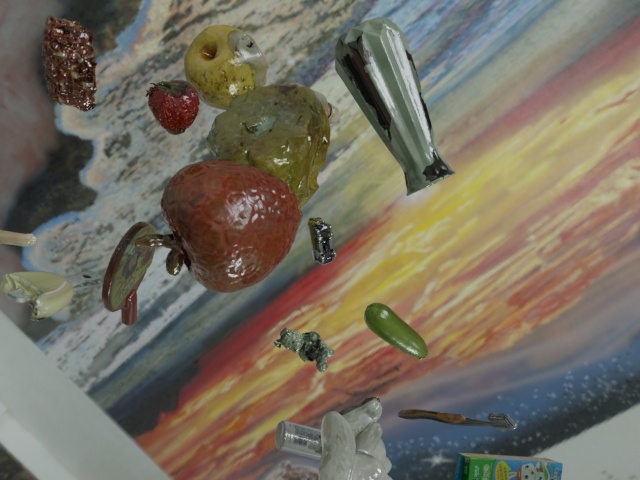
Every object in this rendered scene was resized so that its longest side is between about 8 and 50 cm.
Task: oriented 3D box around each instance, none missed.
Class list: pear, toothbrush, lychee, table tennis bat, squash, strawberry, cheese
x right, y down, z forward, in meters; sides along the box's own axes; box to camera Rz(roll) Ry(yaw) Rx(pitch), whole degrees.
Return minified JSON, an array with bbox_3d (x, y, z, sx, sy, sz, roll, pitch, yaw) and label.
[{"bbox_3d":[-0.293,-0.533,2.076,0.271,0.271,0.271,-41,-173,7],"label":"pear"},{"bbox_3d":[0.244,0.333,1.242,0.023,0.031,0.321,-44,-169,-30],"label":"toothbrush"},{"bbox_3d":[-0.184,-0.026,1.222,0.300,0.255,0.255,-30,-177,-21],"label":"lychee"},{"bbox_3d":[-0.572,0.115,1.981,0.415,0.051,0.268,108,7,-45],"label":"table tennis bat"},{"bbox_3d":[0.171,0.206,1.485,0.066,0.201,0.066,-37,-151,24],"label":"squash"},{"bbox_3d":[-0.275,-0.252,1.250,0.106,0.106,0.106,-41,-173,7],"label":"strawberry"},{"bbox_3d":[-0.483,0.087,1.220,0.235,0.127,0.050,-18,126,-68],"label":"cheese"}]

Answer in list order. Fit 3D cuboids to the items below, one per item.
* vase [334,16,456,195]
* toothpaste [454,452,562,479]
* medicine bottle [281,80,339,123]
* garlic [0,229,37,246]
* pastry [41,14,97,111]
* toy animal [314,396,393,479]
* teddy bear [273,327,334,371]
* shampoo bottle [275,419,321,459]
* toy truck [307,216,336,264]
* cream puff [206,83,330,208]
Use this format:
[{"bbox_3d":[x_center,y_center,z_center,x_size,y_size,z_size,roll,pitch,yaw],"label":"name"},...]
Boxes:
[{"bbox_3d":[0.158,-0.279,1.397,0.165,0.360,0.165,-24,179,0],"label":"vase"},{"bbox_3d":[0.416,0.510,1.455,0.050,0.266,0.065,-6,-106,64],"label":"toothpaste"},{"bbox_3d":[-0.036,-0.462,2.283,0.114,0.114,0.252,-38,152,31],"label":"medicine bottle"},{"bbox_3d":[-0.737,-0.014,1.448,0.225,0.199,0.199,-3,-171,0],"label":"garlic"},{"bbox_3d":[-0.493,-0.341,1.302,0.097,0.115,0.208,-7,155,-21],"label":"pastry"},{"bbox_3d":[0.068,0.493,1.459,0.174,0.249,0.289,-11,177,7],"label":"toy animal"},{"bbox_3d":[-0.050,0.360,2.331,0.133,0.213,0.111,-62,-178,33],"label":"teddy bear"},{"bbox_3d":[-0.025,0.603,1.978,0.056,0.227,0.086,-40,-142,43],"label":"shampoo bottle"},{"bbox_3d":[0.000,0.000,1.788,0.052,0.123,0.062,-22,-157,-32],"label":"toy truck"},{"bbox_3d":[-0.108,-0.208,1.632,0.291,0.257,0.324,-23,-135,-2],"label":"cream puff"}]
